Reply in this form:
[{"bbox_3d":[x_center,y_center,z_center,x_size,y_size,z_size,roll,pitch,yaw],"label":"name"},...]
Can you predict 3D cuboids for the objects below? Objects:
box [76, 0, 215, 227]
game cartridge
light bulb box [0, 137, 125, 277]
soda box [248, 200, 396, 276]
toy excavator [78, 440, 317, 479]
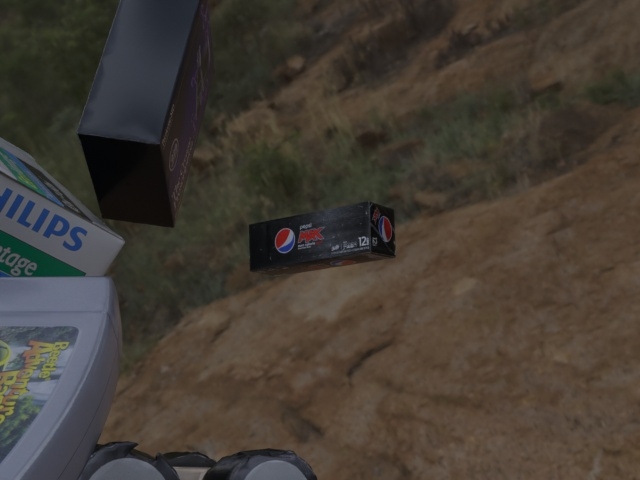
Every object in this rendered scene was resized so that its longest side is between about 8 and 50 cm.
[{"bbox_3d":[-0.207,-0.176,1.244,0.103,0.184,0.261,7,60,5],"label":"box"},{"bbox_3d":[-0.237,0.112,0.627,0.196,0.060,0.294,2,31,7],"label":"game cartridge"},{"bbox_3d":[-0.480,0.042,1.222,0.361,0.225,0.358,-56,40,0],"label":"light bulb box"},{"bbox_3d":[0.000,0.000,1.122,0.169,0.053,0.060,-10,75,34],"label":"soda box"},{"bbox_3d":[-0.217,0.394,0.828,0.222,0.433,0.445,-19,67,53],"label":"toy excavator"}]
